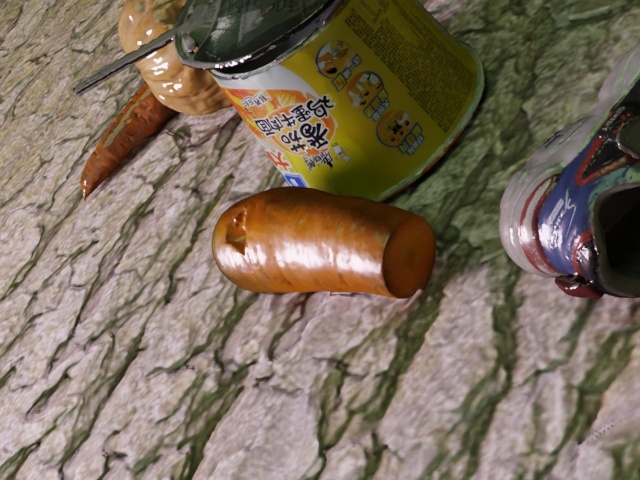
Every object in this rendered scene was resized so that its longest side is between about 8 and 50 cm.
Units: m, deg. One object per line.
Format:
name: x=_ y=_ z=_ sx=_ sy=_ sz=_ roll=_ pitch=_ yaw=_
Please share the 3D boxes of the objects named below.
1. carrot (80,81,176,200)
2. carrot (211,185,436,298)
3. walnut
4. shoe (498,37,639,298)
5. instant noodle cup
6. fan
carrot: x=-0.183 y=-0.135 z=1.392 sx=0.224 sy=0.057 sz=0.057 roll=-50 pitch=33 yaw=-5
carrot: x=0.000 y=0.000 z=1.005 sx=0.193 sy=0.087 sz=0.087 roll=-2 pitch=50 yaw=44
walnut: x=-0.100 y=-0.210 z=1.288 sx=0.184 sy=0.155 sz=0.155 roll=-35 pitch=33 yaw=8
shoe: x=0.214 y=-0.048 z=0.804 sx=0.227 sy=0.099 sz=0.125 roll=-44 pitch=24 yaw=8
instant noodle cup: x=0.015 y=-0.141 z=1.088 sx=0.205 sy=0.153 sz=0.205 roll=-27 pitch=36 yaw=22
fan: x=-0.065 y=-0.218 z=1.111 sx=0.294 sy=0.012 sz=0.223 roll=-3 pitch=49 yaw=44
